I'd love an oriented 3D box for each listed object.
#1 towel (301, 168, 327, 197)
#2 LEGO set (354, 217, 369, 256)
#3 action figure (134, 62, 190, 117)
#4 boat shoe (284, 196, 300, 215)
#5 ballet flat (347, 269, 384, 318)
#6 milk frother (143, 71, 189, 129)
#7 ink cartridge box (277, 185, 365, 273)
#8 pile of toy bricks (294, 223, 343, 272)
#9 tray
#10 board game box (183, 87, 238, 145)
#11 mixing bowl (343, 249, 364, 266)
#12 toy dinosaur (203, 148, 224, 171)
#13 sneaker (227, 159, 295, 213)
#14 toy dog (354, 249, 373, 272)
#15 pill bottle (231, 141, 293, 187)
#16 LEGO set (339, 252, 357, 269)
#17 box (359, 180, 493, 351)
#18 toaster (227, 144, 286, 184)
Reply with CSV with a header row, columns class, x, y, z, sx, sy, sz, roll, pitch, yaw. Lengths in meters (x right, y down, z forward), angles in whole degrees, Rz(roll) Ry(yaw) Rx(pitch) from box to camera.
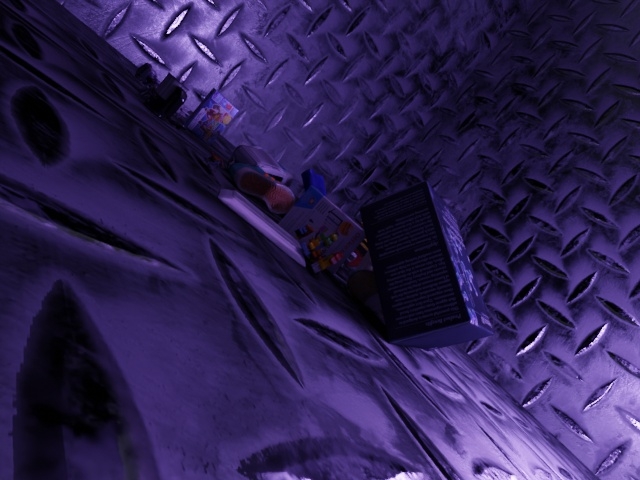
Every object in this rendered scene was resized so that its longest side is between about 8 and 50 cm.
class,x,y,z,sx,sy,sz,roll,pitch,yaw
towel,-0.017,-0.130,1.752,0.228,0.076,0.308,3,76,-77
LEGO set,0.296,0.003,1.785,0.331,0.255,0.192,41,48,-11
action figure,-0.599,-0.543,1.577,0.285,0.099,0.185,49,1,32
boat shoe,-0.110,-0.137,1.743,0.109,0.098,0.302,41,5,-3
ballet flat,0.208,0.193,1.285,0.348,0.123,0.123,37,7,-46
milk frother,-0.491,-0.463,1.428,0.129,0.134,0.143,44,5,15
ink cartridge box,0.012,-0.034,1.350,0.233,0.171,0.168,41,5,2
pile of toy bricks,0.005,0.006,1.125,0.118,0.105,0.212,64,-2,-8
tray,-0.139,-0.041,1.059,0.270,0.030,0.145,40,4,-18
board game box,-0.462,-0.521,1.780,0.136,0.201,0.035,38,6,-44
mixing bowl,0.128,0.047,1.855,0.181,0.098,0.181,49,18,-22
toy dinosaur,-0.311,-0.237,1.262,0.047,0.090,0.082,57,37,-1
sneaker,-0.203,-0.196,1.480,0.121,0.108,0.302,50,10,36
toy dog,0.380,0.137,1.577,0.408,0.395,0.284,34,-6,-7
pill bottle,-0.255,-0.301,1.794,0.264,0.146,0.146,41,5,7
LEGO set,0.022,-0.008,1.526,0.244,0.060,0.182,41,-22,2
box,0.297,0.086,1.185,0.293,0.212,0.395,28,47,-55
toaster,-0.231,-0.262,1.603,0.227,0.129,0.146,10,33,-52
